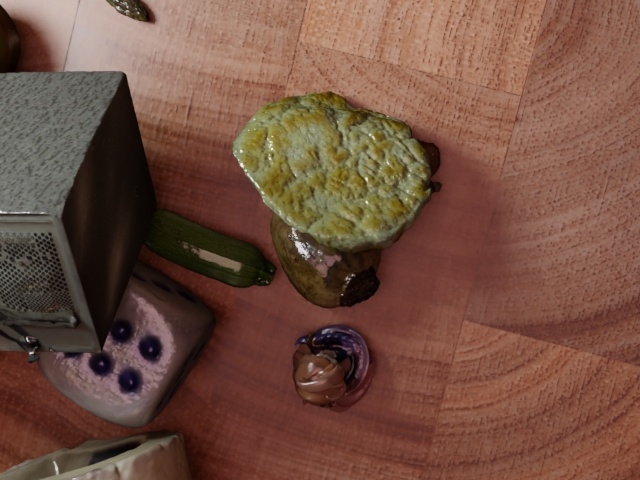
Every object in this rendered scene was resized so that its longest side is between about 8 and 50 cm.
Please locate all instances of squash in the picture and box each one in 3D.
[{"bbox_3d":[-0.169,0.014,1.884,0.219,0.077,0.068,21,104,3],"label":"squash"}]

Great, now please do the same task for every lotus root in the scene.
[{"bbox_3d":[0.000,0.000,1.838,0.138,0.138,0.214,-36,77,8],"label":"lotus root"}]

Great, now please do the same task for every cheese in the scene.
[{"bbox_3d":[-0.343,0.382,1.827,0.332,0.292,0.153,-13,92,20],"label":"cheese"}]

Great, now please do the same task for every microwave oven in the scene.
[{"bbox_3d":[-0.477,-0.036,1.703,0.432,0.374,0.236,0,131,10],"label":"microwave oven"}]

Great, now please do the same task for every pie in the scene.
[{"bbox_3d":[0.021,-0.098,1.783,0.274,0.257,0.105,30,141,5],"label":"pie"}]

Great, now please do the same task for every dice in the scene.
[{"bbox_3d":[-0.276,0.141,1.846,0.193,0.192,0.194,35,98,5],"label":"dice"}]

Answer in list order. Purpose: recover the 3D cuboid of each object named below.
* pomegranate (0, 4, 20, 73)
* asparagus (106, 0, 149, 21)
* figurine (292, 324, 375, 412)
[{"bbox_3d":[-0.507,-0.246,1.864,0.181,0.181,0.224,-24,104,8],"label":"pomegranate"},{"bbox_3d":[-0.318,-0.370,1.902,0.165,0.030,0.036,37,73,6],"label":"asparagus"},{"bbox_3d":[0.005,0.195,1.844,0.114,0.157,0.126,-38,93,29],"label":"figurine"}]
